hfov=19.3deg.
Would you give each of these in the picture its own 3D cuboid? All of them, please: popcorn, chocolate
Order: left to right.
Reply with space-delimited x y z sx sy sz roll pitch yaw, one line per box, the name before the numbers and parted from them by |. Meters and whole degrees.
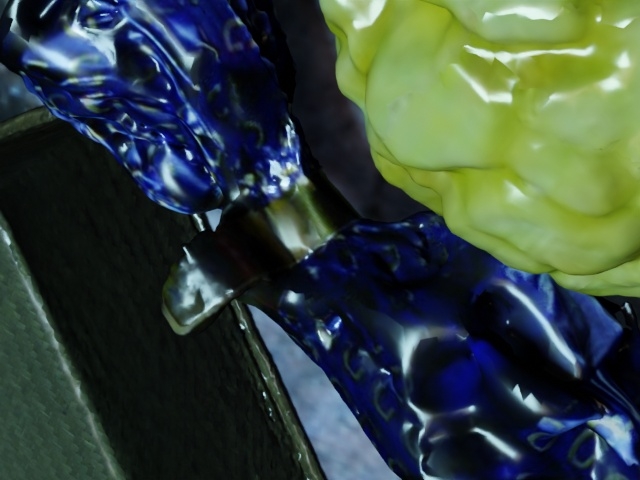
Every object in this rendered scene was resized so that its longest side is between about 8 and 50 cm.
chocolate | 0.003 0.002 0.799 0.343 0.148 0.126 47 161 9
popcorn | 0.114 -0.102 0.663 0.225 0.249 0.249 -27 97 35

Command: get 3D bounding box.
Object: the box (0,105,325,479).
box | -0.134 0.087 0.908 0.184 0.143 0.273 -17 103 29
